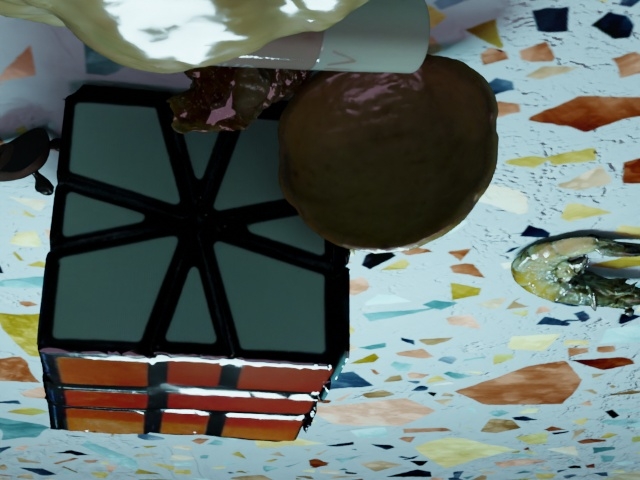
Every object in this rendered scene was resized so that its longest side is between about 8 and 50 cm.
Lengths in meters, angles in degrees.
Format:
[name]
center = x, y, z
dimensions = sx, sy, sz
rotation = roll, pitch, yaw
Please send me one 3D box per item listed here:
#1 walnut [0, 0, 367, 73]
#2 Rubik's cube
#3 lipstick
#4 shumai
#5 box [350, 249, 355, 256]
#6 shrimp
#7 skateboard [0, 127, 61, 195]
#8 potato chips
[walnut]
center = -0.074, -0.259, 0.503
dimensions = 0.381, 0.381, 0.381
rotation = 0, 155, 0
[Rubik's cube]
center = -0.130, 0.036, 1.180
dimensions = 0.293, 0.289, 0.283
rotation = 7, 153, -10
[lipstick]
center = -0.040, -0.174, 0.929
dimensions = 0.254, 0.070, 0.070
rotation = -1, 157, -20
[shumai]
center = -0.068, -0.153, 1.005
dimensions = 0.139, 0.105, 0.123
rotation = -5, 163, -39
[box]
center = 0.000, 0.000, 1.413
dimensions = 0.058, 0.015, 0.093
rotation = -11, 152, 20
[shrimp]
center = 0.354, 0.042, 1.462
dimensions = 0.217, 0.051, 0.150
rotation = 13, 145, -16
[skateboard]
center = -0.345, -0.087, 1.189
dimensions = 0.151, 0.067, 0.080
rotation = -5, 146, 21
[potato chips]
center = 0.066, -0.084, 1.060
dimensions = 0.208, 0.195, 0.062
rotation = -44, 166, 5
